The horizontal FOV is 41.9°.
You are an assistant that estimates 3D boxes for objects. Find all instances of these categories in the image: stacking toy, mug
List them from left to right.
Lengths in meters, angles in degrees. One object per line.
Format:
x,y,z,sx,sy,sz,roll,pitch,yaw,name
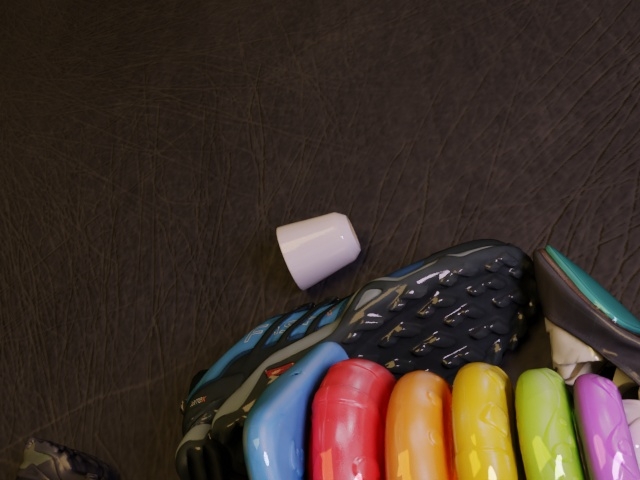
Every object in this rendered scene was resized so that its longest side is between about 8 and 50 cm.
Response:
-0.001,0.000,0.764,0.064,0.062,0.078,-23,49,7,mug
0.125,0.126,0.455,0.302,0.166,0.175,-14,6,17,stacking toy

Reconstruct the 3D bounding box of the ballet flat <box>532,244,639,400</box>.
0.193,0.079,0.536,0.074,0.074,0.203,-42,46,-3,ballet flat

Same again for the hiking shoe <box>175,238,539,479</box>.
0.016,0.075,0.641,0.304,0.113,0.132,-30,29,1,hiking shoe

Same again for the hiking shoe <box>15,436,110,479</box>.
-0.191,0.247,0.677,0.227,0.086,0.114,12,75,50,hiking shoe
